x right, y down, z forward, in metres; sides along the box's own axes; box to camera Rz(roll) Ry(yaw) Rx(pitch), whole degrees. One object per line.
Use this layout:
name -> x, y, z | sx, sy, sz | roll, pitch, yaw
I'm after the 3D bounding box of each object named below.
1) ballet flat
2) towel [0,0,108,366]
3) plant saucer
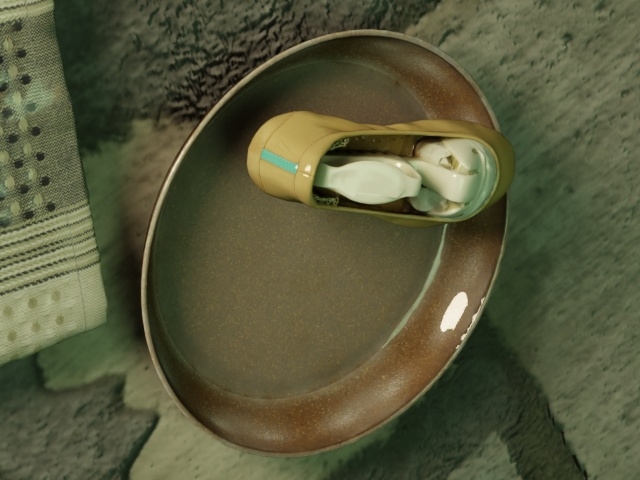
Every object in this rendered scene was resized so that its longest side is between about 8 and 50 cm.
ballet flat -> 0.058, -0.040, 1.334 | 0.232, 0.073, 0.080 | 0, 109, -37
towel -> -0.288, -0.037, 1.164 | 0.324, 0.056, 0.312 | -20, 117, -26
plant saucer -> 0.000, 0.000, 1.386 | 0.310, 0.050, 0.311 | -14, 116, -31
